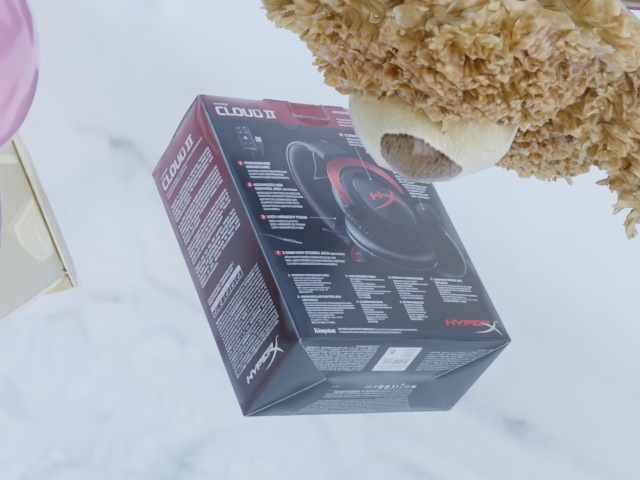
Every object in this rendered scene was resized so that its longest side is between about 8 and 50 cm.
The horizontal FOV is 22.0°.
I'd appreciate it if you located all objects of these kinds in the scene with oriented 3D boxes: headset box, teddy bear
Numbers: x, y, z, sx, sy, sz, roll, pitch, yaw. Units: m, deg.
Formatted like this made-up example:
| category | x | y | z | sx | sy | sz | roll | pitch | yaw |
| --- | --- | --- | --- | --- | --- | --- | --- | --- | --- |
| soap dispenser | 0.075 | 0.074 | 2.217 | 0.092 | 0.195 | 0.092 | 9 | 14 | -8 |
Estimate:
| category | x | y | z | sx | sy | sz | roll | pitch | yaw |
| --- | --- | --- | --- | --- | --- | --- | --- | --- | --- |
| headset box | 0.000 | 0.000 | 1.409 | 0.218 | 0.110 | 0.293 | 2 | 49 | -35 |
| teddy bear | 0.074 | -0.081 | 0.788 | 0.245 | 0.338 | 0.113 | 37 | 98 | -10 |

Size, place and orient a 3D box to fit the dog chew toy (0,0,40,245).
| category | x | y | z | sx | sy | sz | roll | pitch | yaw |
| --- | --- | --- | --- | --- | --- | --- | --- | --- | --- |
| dog chew toy | -0.236 | -0.085 | 0.828 | 0.207 | 0.206 | 0.332 | 12 | 65 | 9 |

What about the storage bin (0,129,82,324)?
| category | x | y | z | sx | sy | sz | roll | pitch | yaw |
| --- | --- | --- | --- | --- | --- | --- | --- | --- | --- |
| storage bin | -0.373 | -0.038 | 1.340 | 0.260 | 0.262 | 0.123 | -12 | 16 | 27 |

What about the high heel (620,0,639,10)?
| category | x | y | z | sx | sy | sz | roll | pitch | yaw |
| --- | --- | --- | --- | --- | --- | --- | --- | --- | --- |
| high heel | 0.172 | -0.194 | 1.045 | 0.181 | 0.127 | 0.377 | 40 | 40 | 27 |
